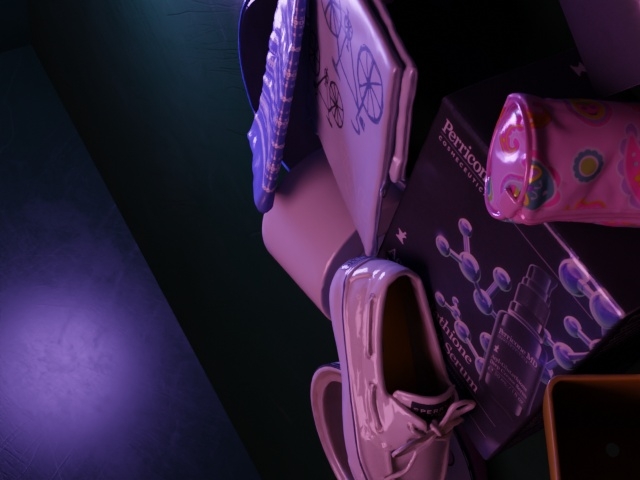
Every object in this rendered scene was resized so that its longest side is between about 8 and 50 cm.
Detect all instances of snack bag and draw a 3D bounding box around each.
[{"bbox_3d":[0.041,-0.186,1.088,0.342,0.037,0.323,93,161,-51],"label":"snack bag"}]

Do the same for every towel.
[{"bbox_3d":[-0.067,-0.236,1.272,0.243,0.040,0.336,-98,17,-55],"label":"towel"}]

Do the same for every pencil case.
[{"bbox_3d":[0.293,-0.062,0.771,0.124,0.284,0.124,-175,90,-82],"label":"pencil case"}]

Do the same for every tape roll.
[{"bbox_3d":[0.054,-0.012,1.354,0.169,0.246,0.246,46,148,37],"label":"tape roll"}]

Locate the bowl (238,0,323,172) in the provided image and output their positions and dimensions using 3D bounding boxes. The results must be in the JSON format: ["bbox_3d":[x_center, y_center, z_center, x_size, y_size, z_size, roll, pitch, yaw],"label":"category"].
[{"bbox_3d":[-0.024,-0.267,1.494,0.391,0.077,0.391,46,149,38],"label":"bowl"}]

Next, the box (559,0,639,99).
[{"bbox_3d":[0.301,-0.228,0.763,0.093,0.158,0.156,-17,96,66],"label":"box"}]

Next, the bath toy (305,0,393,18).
[{"bbox_3d":[0.069,-0.368,1.160,0.129,0.151,0.348,40,159,-6],"label":"bath toy"}]

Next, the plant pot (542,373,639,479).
[{"bbox_3d":[0.331,0.257,0.892,0.187,0.212,0.212,81,-172,-72],"label":"plant pot"}]

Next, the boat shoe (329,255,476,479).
[{"bbox_3d":[0.118,0.200,1.059,0.156,0.136,0.367,5,106,60],"label":"boat shoe"}]

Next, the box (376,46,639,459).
[{"bbox_3d":[0.252,0.030,1.028,0.293,0.212,0.395,56,153,24],"label":"box"}]

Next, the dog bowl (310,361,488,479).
[{"bbox_3d":[0.150,0.391,1.633,0.408,0.150,0.408,47,149,39],"label":"dog bowl"}]
